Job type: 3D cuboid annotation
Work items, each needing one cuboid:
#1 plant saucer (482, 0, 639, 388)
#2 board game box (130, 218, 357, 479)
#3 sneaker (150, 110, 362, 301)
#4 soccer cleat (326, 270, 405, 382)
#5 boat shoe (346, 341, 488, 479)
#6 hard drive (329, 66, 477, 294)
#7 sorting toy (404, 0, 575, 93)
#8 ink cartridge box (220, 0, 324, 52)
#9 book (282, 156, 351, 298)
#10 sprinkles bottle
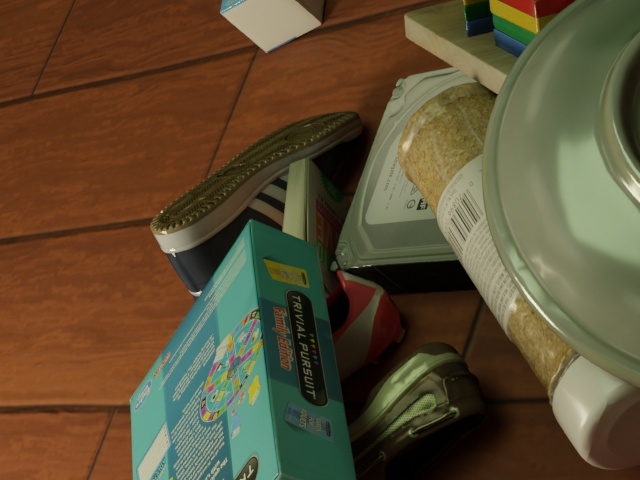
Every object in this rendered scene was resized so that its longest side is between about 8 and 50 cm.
[{"bbox_3d":[0.317,-0.074,1.236,0.401,0.100,0.400,-3,61,6],"label":"plant saucer"},{"bbox_3d":[-0.079,0.183,1.506,0.253,0.079,0.336,-55,26,29],"label":"board game box"},{"bbox_3d":[-0.044,-0.019,1.791,0.282,0.153,0.099,-36,22,-32],"label":"sneaker"},{"bbox_3d":[-0.025,0.134,1.621,0.248,0.095,0.083,-47,36,8],"label":"soccer cleat"},{"bbox_3d":[0.046,0.208,1.484,0.257,0.095,0.095,-50,54,18],"label":"boat shoe"},{"bbox_3d":[0.174,-0.069,1.600,0.339,0.064,0.236,-4,58,46],"label":"hard drive"},{"bbox_3d":[0.235,-0.222,1.495,0.257,0.089,0.255,-16,25,-15],"label":"sorting toy"},{"bbox_3d":[-0.053,-0.322,2.049,0.092,0.090,0.143,-24,45,35],"label":"ink cartridge box"},{"bbox_3d":[0.000,0.000,1.706,0.035,0.096,0.144,-21,47,26],"label":"book"},{"bbox_3d":[0.185,0.019,1.377,0.121,0.121,0.355,-42,48,15],"label":"sprinkles bottle"}]
